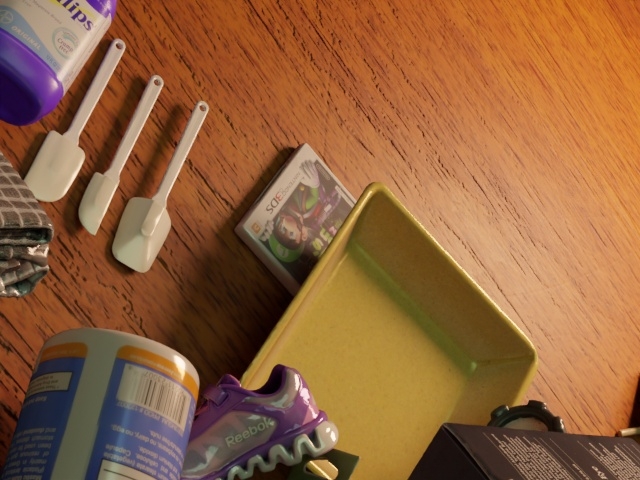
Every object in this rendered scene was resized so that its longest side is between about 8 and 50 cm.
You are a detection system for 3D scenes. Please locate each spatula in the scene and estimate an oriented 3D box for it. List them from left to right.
[{"bbox_3d":[-0.213,-0.098,1.273,0.168,0.019,0.242,34,51,-21],"label":"spatula"}]

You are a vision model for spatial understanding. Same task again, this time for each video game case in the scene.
[{"bbox_3d":[0.000,0.000,1.421,0.190,0.022,0.173,49,47,-16],"label":"video game case"}]

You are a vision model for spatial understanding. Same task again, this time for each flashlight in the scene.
[{"bbox_3d":[0.272,0.331,1.399,0.103,0.103,0.304,-53,134,-38],"label":"flashlight"}]

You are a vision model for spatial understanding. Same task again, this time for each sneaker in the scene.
[{"bbox_3d":[-0.104,0.191,1.149,0.236,0.095,0.104,-19,99,-18],"label":"sneaker"}]

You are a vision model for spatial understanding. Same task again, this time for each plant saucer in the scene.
[{"bbox_3d":[0.074,0.159,1.358,0.333,0.081,0.333,45,57,-19],"label":"plant saucer"}]

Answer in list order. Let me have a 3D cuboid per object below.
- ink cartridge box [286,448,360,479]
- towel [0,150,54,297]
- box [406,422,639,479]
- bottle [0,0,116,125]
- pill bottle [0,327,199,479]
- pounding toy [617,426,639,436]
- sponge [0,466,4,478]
[{"bbox_3d":[-0.013,0.315,1.168,0.062,0.109,0.209,34,74,-26],"label":"ink cartridge box"},{"bbox_3d":[-0.376,-0.051,0.939,0.284,0.121,0.235,-1,37,-45],"label":"towel"},{"bbox_3d":[0.198,0.379,1.201,0.312,0.343,0.179,12,25,-40],"label":"box"},{"bbox_3d":[-0.277,-0.251,1.220,0.118,0.092,0.283,41,50,-22],"label":"bottle"},{"bbox_3d":[-0.203,0.226,1.003,0.152,0.152,0.272,30,54,-30],"label":"pill bottle"},{"bbox_3d":[0.532,0.266,1.764,0.130,0.100,0.141,45,38,-21],"label":"pounding toy"},{"bbox_3d":[-0.237,0.302,1.071,0.117,0.031,0.210,-13,81,-46],"label":"sponge"}]
